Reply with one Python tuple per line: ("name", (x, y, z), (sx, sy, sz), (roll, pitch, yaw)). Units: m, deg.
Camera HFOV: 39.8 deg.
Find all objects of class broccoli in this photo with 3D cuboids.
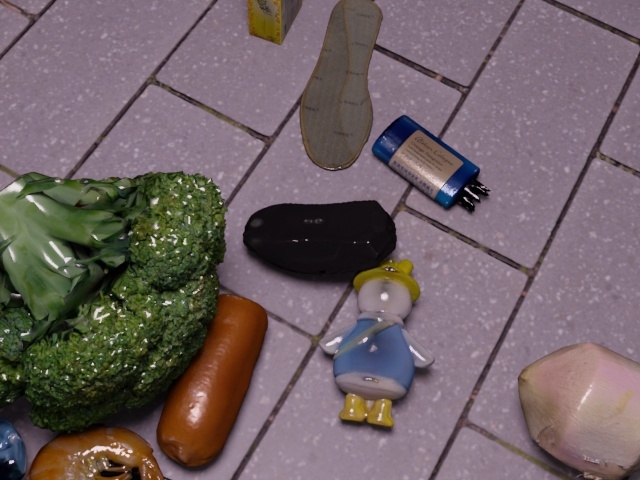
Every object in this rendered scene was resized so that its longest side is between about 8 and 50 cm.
("broccoli", (-0.274, 0.054, 1.066), (0.413, 0.321, 0.309), (-34, 75, 16))

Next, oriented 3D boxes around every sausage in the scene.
("sausage", (-0.140, 0.175, 1.145), (0.098, 0.098, 0.238), (18, 62, 4))

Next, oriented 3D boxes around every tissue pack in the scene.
("tissue pack", (-0.073, -0.406, 1.394), (0.062, 0.176, 0.095), (20, 65, 7))

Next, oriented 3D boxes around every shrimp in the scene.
("shrimp", (-0.237, 0.314, 1.010), (0.150, 0.068, 0.248), (-28, 63, -20))

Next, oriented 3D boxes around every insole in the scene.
("insole", (0.037, -0.261, 1.422), (0.119, 0.009, 0.348), (11, 63, 2))

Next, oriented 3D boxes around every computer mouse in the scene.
("computer mouse", (0.000, 0.000, 1.239), (0.217, 0.073, 0.122), (-1, 38, 14))

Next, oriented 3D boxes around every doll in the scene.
("doll", (0.079, 0.126, 1.183), (0.135, 0.099, 0.240), (-10, 55, 35))

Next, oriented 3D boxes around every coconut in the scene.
("coconut", (0.337, 0.215, 1.125), (0.183, 0.171, 0.170), (19, 63, 2))

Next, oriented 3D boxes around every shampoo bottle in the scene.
("shampoo bottle", (0.171, -0.111, 1.335), (0.183, 0.050, 0.087), (39, 64, 14))

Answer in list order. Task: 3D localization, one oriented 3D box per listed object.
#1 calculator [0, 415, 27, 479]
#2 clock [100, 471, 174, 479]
("calculator", (-0.465, 0.327, 1.024), (0.173, 0.051, 0.293), (15, 57, 42))
("clock", (-0.246, 0.424, 1.025), (0.319, 0.066, 0.318), (2, 64, -3))
